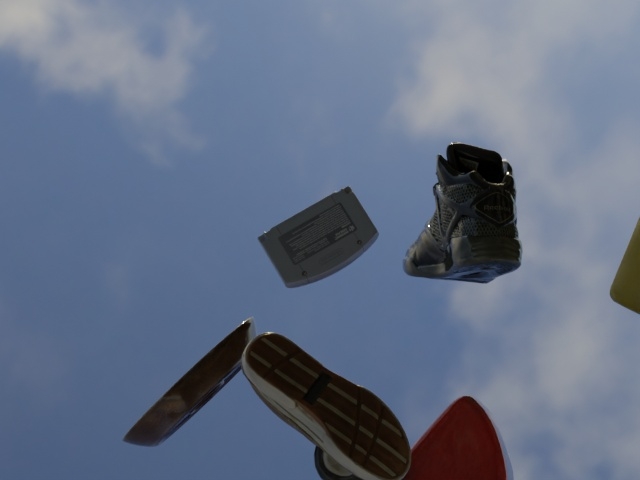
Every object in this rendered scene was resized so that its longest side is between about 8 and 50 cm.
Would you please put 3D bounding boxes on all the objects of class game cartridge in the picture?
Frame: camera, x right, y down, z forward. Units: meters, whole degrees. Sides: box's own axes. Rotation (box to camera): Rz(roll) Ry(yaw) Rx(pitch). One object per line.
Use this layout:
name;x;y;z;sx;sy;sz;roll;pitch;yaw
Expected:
game cartridge;0.000;0.000;1.411;0.056;0.083;0.017;59;175;25

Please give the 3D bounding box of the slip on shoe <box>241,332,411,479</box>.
slip on shoe;0.002;0.116;1.216;0.135;0.041;0.051;35;-118;9

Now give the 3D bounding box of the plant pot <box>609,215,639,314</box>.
plant pot;0.397;0.004;1.452;0.212;0.212;0.187;8;-160;-35

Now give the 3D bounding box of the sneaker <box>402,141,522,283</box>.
sneaker;0.144;-0.023;1.849;0.087;0.227;0.130;5;-100;-12

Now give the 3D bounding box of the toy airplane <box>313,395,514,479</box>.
toy airplane;0.084;0.382;1.675;0.272;0.384;0.386;18;-142;13

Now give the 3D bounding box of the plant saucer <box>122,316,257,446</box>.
plant saucer;-0.115;0.139;1.712;0.029;0.168;0.168;47;-145;3
